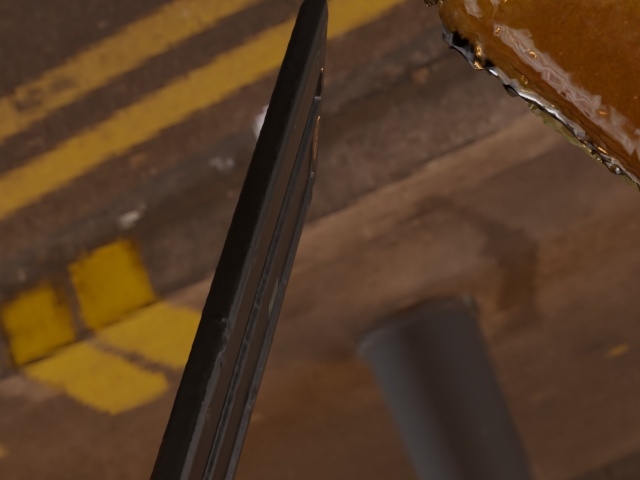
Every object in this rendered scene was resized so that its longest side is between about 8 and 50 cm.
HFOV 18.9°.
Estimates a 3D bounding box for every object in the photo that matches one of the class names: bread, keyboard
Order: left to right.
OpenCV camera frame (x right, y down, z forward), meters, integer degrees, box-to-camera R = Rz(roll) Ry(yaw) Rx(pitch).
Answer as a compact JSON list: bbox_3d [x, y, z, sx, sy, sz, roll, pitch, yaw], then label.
[{"bbox_3d":[-0.013,-0.003,0.686,0.041,0.381,0.103,14,134,10],"label":"keyboard"},{"bbox_3d":[0.113,-0.076,0.541,0.128,0.140,0.069,-57,162,16],"label":"bread"}]
